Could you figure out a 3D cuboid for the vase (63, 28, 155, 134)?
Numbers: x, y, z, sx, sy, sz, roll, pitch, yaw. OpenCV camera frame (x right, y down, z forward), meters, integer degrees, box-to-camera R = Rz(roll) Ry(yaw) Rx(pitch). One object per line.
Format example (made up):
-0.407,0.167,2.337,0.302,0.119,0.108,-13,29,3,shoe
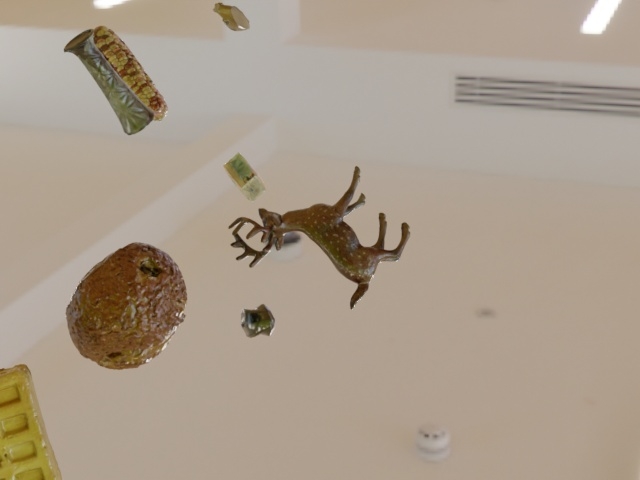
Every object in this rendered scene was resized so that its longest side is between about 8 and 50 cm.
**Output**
-0.325,-0.244,1.565,0.059,0.167,0.059,-24,-148,16,vase

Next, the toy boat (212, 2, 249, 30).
-0.218,-0.540,2.461,0.048,0.047,0.149,1,173,18,toy boat

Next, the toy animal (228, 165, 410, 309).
0.004,-0.009,1.701,0.243,0.087,0.260,43,-117,9,toy animal

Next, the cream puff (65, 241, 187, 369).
-0.415,0.160,2.255,0.212,0.303,0.303,41,-140,15,cream puff

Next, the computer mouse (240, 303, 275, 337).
-0.161,0.196,2.431,0.047,0.079,0.135,-9,178,-36,computer mouse

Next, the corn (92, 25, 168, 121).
-0.436,-0.366,2.243,0.092,0.092,0.280,-22,-116,-37,corn

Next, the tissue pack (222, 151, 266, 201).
-0.178,-0.148,2.395,0.058,0.074,0.094,-38,-124,-1,tissue pack

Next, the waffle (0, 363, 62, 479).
-0.629,0.396,2.016,0.167,0.274,0.057,-16,-174,-9,waffle
